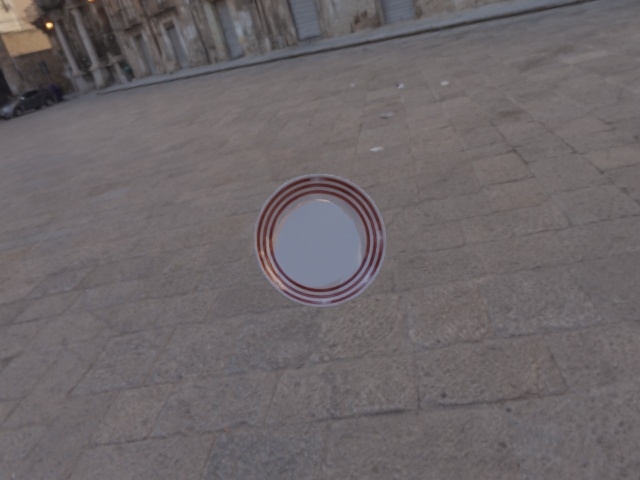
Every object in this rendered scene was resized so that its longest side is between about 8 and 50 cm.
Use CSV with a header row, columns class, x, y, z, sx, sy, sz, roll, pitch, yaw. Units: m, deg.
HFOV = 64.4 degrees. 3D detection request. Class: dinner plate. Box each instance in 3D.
class,x,y,z,sx,sy,sz,roll,pitch,yaw
dinner plate,0.000,0.000,0.540,0.141,0.141,0.017,-19,-4,-10
